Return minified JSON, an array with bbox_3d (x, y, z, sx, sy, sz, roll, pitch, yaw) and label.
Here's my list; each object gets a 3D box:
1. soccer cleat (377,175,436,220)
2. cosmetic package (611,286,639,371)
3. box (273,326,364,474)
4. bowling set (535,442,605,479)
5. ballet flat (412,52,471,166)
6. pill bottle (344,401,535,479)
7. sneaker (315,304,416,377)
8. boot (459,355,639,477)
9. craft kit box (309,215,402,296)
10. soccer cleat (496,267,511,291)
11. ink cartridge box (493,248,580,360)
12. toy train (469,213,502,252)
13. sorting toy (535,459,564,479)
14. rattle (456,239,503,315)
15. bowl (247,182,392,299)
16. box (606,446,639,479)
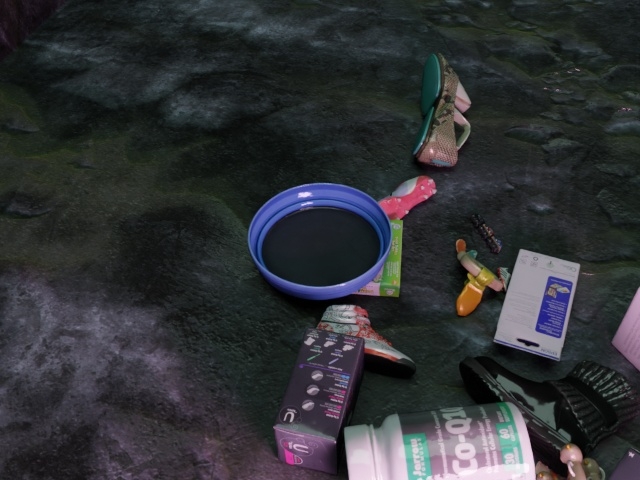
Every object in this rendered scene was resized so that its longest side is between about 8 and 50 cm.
[{"bbox_3d":[0.236,-0.122,2.029,0.248,0.083,0.095,-31,24,-18],"label":"soccer cleat"},{"bbox_3d":[0.897,0.294,1.496,0.161,0.230,0.453,-22,51,-18],"label":"cosmetic package"},{"bbox_3d":[0.002,0.357,1.524,0.143,0.165,0.270,10,47,12],"label":"box"},{"bbox_3d":[0.484,0.523,1.347,0.199,0.287,0.154,-24,33,27],"label":"bowling set"},{"bbox_3d":[0.417,-0.425,2.260,0.181,0.164,0.483,19,53,-9],"label":"ballet flat"},{"bbox_3d":[0.237,0.453,1.392,0.360,0.204,0.204,-7,47,1],"label":"pill bottle"},{"bbox_3d":[0.118,0.240,1.678,0.270,0.090,0.145,11,51,16],"label":"sneaker"},{"bbox_3d":[0.517,0.338,1.540,0.260,0.131,0.348,-35,61,-22],"label":"boot"},{"bbox_3d":[0.104,0.039,1.891,0.246,0.061,0.250,2,47,8],"label":"craft kit box"},{"bbox_3d":[0.500,0.105,1.827,0.035,0.029,0.083,-5,42,4],"label":"soccer cleat"},{"bbox_3d":[0.556,0.173,1.738,0.165,0.065,0.333,17,49,17],"label":"ink cartridge box"},{"bbox_3d":[0.480,-0.022,1.948,0.036,0.027,0.158,-7,46,-18],"label":"toy train"},{"bbox_3d":[0.495,0.508,1.464,0.062,0.012,0.083,32,56,28],"label":"sorting toy"},{"bbox_3d":[0.395,0.100,1.836,0.130,0.143,0.200,10,22,-30],"label":"rattle"},{"bbox_3d":[0.000,0.000,1.845,0.390,0.077,0.391,-2,48,2],"label":"bowl"},{"bbox_3d":[0.553,0.535,1.198,0.261,0.184,0.103,-50,26,-11],"label":"box"}]
